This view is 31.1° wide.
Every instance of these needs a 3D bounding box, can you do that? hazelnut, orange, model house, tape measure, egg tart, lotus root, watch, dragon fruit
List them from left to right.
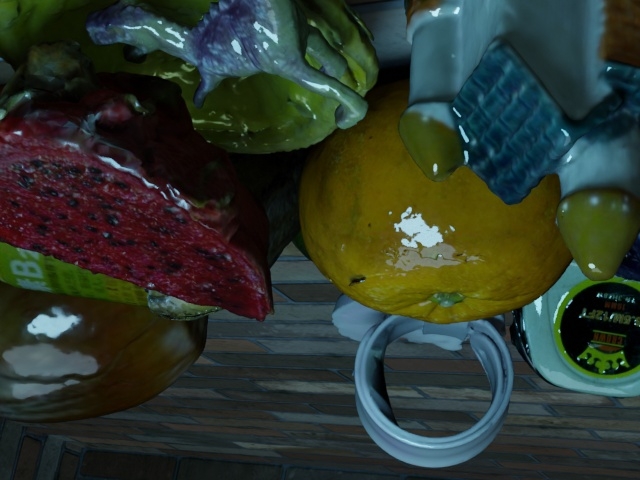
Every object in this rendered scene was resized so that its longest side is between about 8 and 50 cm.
[{"bbox_3d":[-0.325,0.092,1.557,0.315,0.372,0.372,47,163,11],"label":"hazelnut"},{"bbox_3d":[-0.157,-0.076,0.891,0.317,0.152,0.205,19,154,-2],"label":"dragon fruit"},{"bbox_3d":[-0.114,-0.194,0.945,0.345,0.132,0.345,9,161,3],"label":"egg tart"},{"bbox_3d":[-0.057,-0.023,1.154,0.078,0.329,0.167,29,126,11],"label":"lotus root"},{"bbox_3d":[0.126,0.174,1.497,0.244,0.231,0.196,4,158,7],"label":"watch"},{"bbox_3d":[0.121,-0.040,1.115,0.284,0.226,0.284,1,165,0],"label":"orange"},{"bbox_3d":[0.188,-0.094,0.859,0.271,0.300,0.190,15,152,-12],"label":"model house"},{"bbox_3d":[0.326,0.093,1.433,0.235,0.207,0.115,8,-164,5],"label":"tape measure"}]

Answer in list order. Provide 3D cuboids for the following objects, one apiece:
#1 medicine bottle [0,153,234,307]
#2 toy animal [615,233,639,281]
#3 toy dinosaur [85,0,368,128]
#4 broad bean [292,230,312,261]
[{"bbox_3d":[-0.290,-0.052,1.287,0.384,0.224,0.224,9,160,5],"label":"medicine bottle"},{"bbox_3d":[0.359,-0.019,1.178,0.185,0.122,0.298,-7,-176,42],"label":"toy animal"},{"bbox_3d":[-0.049,-0.153,0.774,0.200,0.072,0.251,30,160,-20],"label":"toy dinosaur"},{"bbox_3d":[0.005,0.007,1.471,0.061,0.046,0.195,59,171,-12],"label":"broad bean"}]
